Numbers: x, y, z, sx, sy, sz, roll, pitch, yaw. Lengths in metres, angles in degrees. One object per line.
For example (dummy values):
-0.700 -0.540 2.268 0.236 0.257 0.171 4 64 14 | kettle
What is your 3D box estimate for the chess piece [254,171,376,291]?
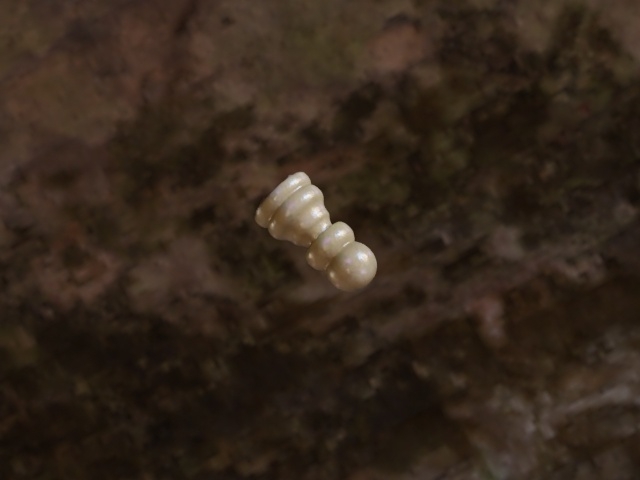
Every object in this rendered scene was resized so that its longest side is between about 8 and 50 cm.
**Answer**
0.000 0.000 1.964 0.094 0.170 0.094 -41 -12 -11 | chess piece
